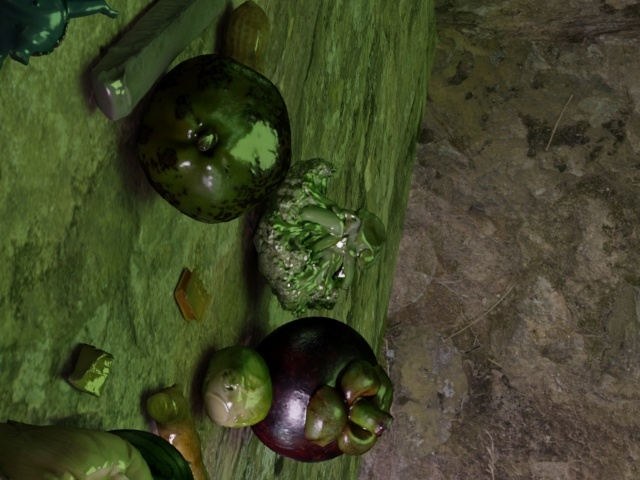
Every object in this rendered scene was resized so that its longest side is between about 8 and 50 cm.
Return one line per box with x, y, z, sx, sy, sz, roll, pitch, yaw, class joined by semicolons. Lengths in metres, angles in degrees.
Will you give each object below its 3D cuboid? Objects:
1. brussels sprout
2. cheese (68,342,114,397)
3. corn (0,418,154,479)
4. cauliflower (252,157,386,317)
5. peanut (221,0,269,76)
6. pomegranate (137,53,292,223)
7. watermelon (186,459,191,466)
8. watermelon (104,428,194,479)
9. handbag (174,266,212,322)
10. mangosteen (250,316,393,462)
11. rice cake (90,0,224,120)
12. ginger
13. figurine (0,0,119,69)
-0.147;0.259;1.589;0.155;0.118;0.155;10;78;-55;brussels sprout
-0.292;0.158;1.146;0.084;0.042;0.060;101;8;-71;cheese
-0.266;0.218;0.833;0.123;0.305;0.122;-7;92;-44;corn
0.000;0.000;1.781;0.275;0.250;0.272;73;24;-46;cauliflower
-0.127;-0.308;1.506;0.089;0.089;0.192;49;50;-70;peanut
-0.163;-0.152;1.288;0.204;0.276;0.221;23;99;-38;pomegranate
-0.247;0.317;1.282;0.121;0.098;0.158;-66;153;-51;watermelon
-0.232;0.322;1.093;0.188;0.215;0.187;-3;90;-71;watermelon
-0.206;0.089;1.468;0.083;0.027;0.061;76;26;-50;handbag
-0.002;0.305;1.788;0.300;0.301;0.300;6;90;-75;mangosteen
-0.214;-0.277;1.230;0.365;0.056;0.072;-67;162;-49;rice cake
-0.220;0.338;1.441;0.118;0.065;0.298;-87;174;-51;ginger
-0.282;-0.260;0.907;0.144;0.114;0.178;63;44;-62;figurine
